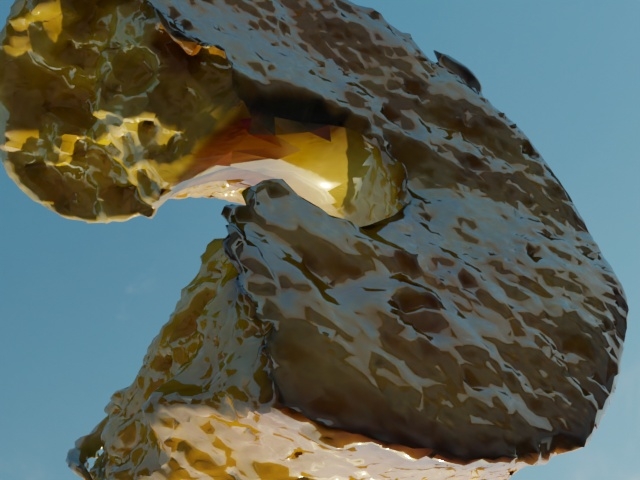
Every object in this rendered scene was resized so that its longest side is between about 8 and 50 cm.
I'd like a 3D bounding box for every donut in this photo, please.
[{"bbox_3d":[0.000,0.000,0.603,0.377,0.435,0.163,9,-51,-35],"label":"donut"}]
